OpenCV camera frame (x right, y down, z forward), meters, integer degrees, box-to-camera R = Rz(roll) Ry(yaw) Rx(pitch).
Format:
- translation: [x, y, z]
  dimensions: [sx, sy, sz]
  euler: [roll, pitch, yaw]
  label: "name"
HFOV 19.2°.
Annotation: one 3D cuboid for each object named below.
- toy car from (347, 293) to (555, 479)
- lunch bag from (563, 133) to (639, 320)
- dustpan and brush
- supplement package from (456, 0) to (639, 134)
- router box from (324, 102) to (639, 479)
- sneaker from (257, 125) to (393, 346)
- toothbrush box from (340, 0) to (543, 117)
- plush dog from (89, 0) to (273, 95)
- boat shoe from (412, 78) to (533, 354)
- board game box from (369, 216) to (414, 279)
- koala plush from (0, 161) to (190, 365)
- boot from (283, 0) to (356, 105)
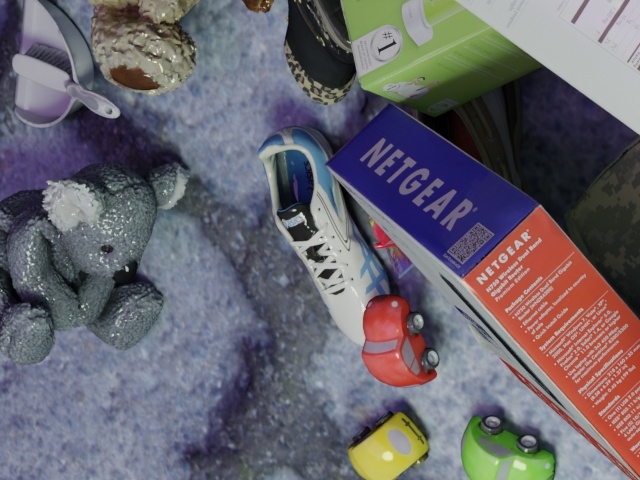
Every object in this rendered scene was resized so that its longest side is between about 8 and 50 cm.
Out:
- translation: [0.121, 0.188, 1.850]
  dimensions: [0.225, 0.053, 0.239]
  euler: [26, 132, 24]
  label: "toy car"
- translation: [0.365, 0.000, 1.543]
  dimensions: [0.287, 0.169, 0.235]
  euler: [50, 129, 11]
  label: "lunch bag"
- translation: [-0.280, -0.177, 2.086]
  dimensions: [0.211, 0.060, 0.147]
  euler: [24, 117, 32]
  label: "dustpan and brush"
- translation: [0.246, -0.172, 1.390]
  dimensions: [0.244, 0.139, 0.134]
  euler: [38, 120, 12]
  label: "supplement package"
- translation: [0.171, 0.052, 1.550]
  dimensions: [0.301, 0.082, 0.335]
  euler: [47, 179, -23]
  label: "router box"
- translation: [0.000, 0.000, 1.895]
  dimensions: [0.085, 0.086, 0.237]
  euler: [-24, 89, 39]
  label: "sneaker"
- translation: [0.156, -0.259, 1.599]
  dimensions: [0.283, 0.122, 0.206]
  euler: [-26, 66, 31]
  label: "toothbrush box"
- translation: [-0.154, -0.310, 1.897]
  dimensions: [0.225, 0.211, 0.262]
  euler: [-23, 116, 27]
  label: "plush dog"
- translation: [0.138, -0.032, 1.759]
  dimensions: [0.113, 0.103, 0.302]
  euler: [-7, 99, 40]
  label: "boat shoe"
- translation: [0.057, -0.034, 1.807]
  dimensions: [0.169, 0.033, 0.133]
  euler: [130, 129, -75]
  label: "board game box"
- translation: [-0.253, -0.008, 2.037]
  dimensions: [0.221, 0.196, 0.203]
  euler: [-45, 64, 42]
  label: "koala plush"
- translation: [-0.010, -0.255, 1.793]
  dimensions: [0.178, 0.085, 0.236]
  euler: [119, 132, -69]
  label: "boot"
